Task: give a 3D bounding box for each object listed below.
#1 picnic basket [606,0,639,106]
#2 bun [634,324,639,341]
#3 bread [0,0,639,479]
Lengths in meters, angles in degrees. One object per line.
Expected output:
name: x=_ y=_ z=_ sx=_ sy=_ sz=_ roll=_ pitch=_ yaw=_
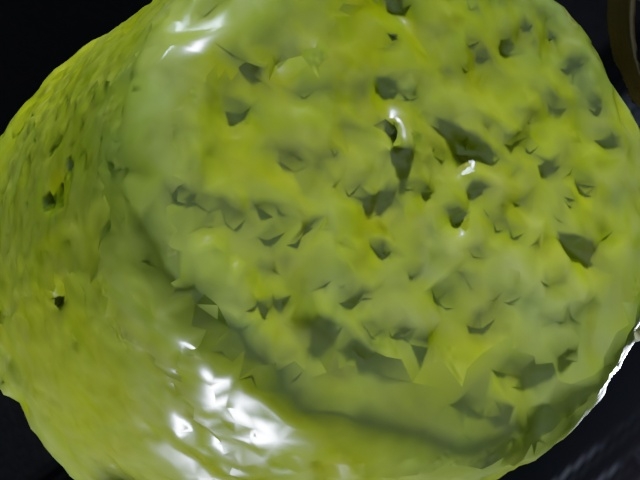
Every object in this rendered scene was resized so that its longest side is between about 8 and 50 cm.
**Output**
picnic basket: x=0.220 y=-0.158 z=0.823 sx=0.128 sy=0.138 sz=0.178 roll=10 pitch=-89 yaw=-36
bun: x=0.286 y=0.015 z=1.293 sx=0.231 sy=0.231 sz=0.133 roll=11 pitch=-113 yaw=-35
bread: x=0.000 y=0.000 z=0.785 sx=0.348 sy=0.308 sz=0.348 roll=6 pitch=-103 yaw=-26
